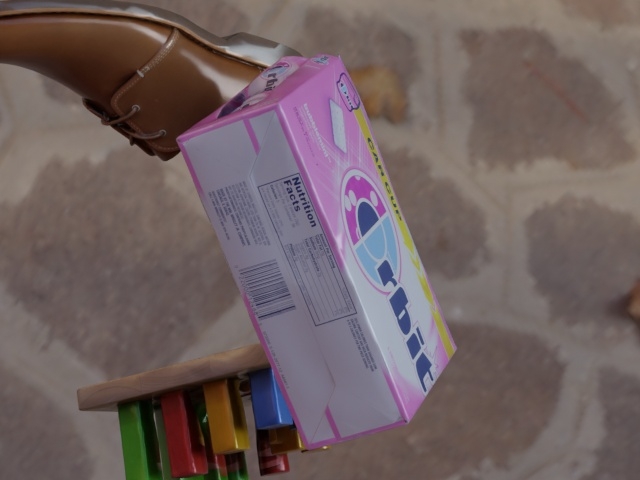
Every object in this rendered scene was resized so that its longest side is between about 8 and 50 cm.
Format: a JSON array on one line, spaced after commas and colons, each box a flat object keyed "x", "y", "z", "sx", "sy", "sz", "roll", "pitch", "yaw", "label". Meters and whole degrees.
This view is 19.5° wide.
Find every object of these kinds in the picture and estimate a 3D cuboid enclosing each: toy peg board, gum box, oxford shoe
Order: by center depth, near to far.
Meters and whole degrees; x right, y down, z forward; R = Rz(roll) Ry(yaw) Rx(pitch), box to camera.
[{"x": 0.000, "y": 0.000, "z": 0.979, "sx": 0.188, "sy": 0.062, "sz": 0.107, "roll": 68, "pitch": 23, "yaw": -11, "label": "gum box"}, {"x": -0.101, "y": -0.086, "z": 1.026, "sx": 0.212, "sy": 0.076, "sz": 0.076, "roll": 12, "pitch": 79, "yaw": -32, "label": "oxford shoe"}, {"x": -0.046, "y": 0.122, "z": 1.227, "sx": 0.161, "sy": 0.161, "sz": 0.079, "roll": 10, "pitch": 68, "yaw": -60, "label": "toy peg board"}]
